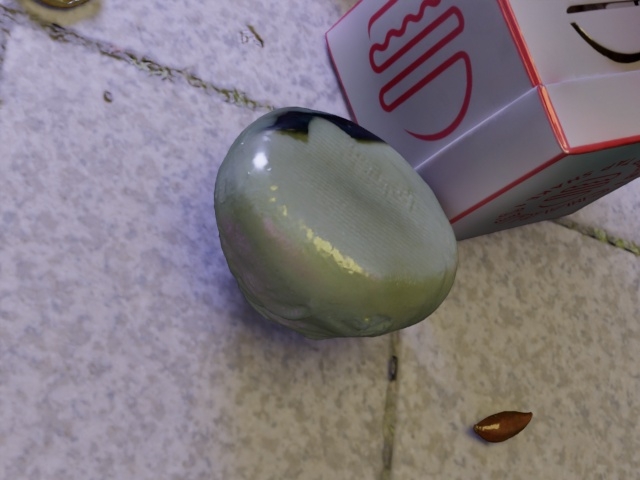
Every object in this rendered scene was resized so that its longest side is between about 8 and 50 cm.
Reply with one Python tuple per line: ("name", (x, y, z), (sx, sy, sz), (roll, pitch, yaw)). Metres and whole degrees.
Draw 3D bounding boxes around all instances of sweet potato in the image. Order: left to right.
("sweet potato", (0.213, 0.215, 1.428), (0.095, 0.034, 0.034), (-7, 75, -34))

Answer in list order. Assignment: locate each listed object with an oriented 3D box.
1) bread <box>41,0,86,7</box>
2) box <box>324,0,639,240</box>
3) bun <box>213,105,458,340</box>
("bread", (-0.280, -0.298, 1.322), (0.110, 0.024, 0.110), (14, 63, -29))
("box", (0.239, -0.192, 1.437), (0.314, 0.312, 0.300), (-12, 77, -35))
("bun", (0.000, 0.000, 1.300), (0.283, 0.179, 0.283), (27, 37, -22))
